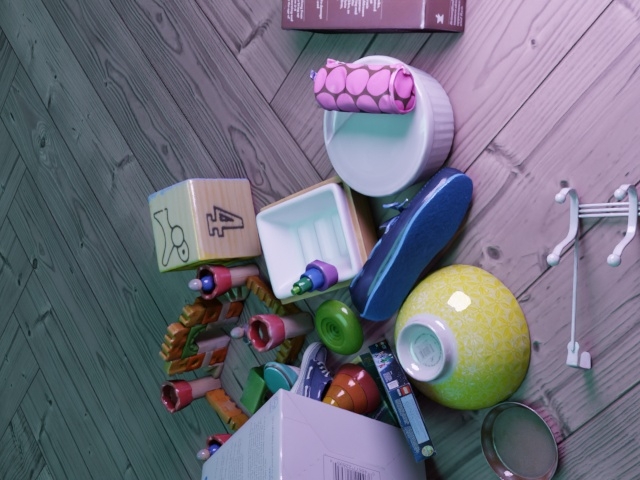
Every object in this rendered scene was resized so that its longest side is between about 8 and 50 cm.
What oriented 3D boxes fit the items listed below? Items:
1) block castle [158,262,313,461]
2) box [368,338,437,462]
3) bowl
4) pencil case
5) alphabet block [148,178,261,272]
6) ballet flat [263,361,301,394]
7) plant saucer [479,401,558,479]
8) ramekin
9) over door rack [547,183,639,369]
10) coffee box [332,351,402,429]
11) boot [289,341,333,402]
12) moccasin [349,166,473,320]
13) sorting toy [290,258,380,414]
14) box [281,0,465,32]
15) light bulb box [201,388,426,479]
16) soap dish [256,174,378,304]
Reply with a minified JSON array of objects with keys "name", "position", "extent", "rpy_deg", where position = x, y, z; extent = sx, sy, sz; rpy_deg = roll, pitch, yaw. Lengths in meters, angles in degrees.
[{"name":"block castle","position":[-0.234,0.298,2.072],"extent":[0.303,0.213,0.453],"rpy_deg":[41,123,33]},{"name":"box","position":[0.159,0.310,1.675],"extent":[0.233,0.044,0.159],"rpy_deg":[-114,1,-74]},{"name":"bowl","position":[0.238,0.198,1.632],"extent":[0.289,0.156,0.289],"rpy_deg":[9,103,44]},{"name":"pencil case","position":[0.082,-0.287,1.579],"extent":[0.209,0.095,0.098],"rpy_deg":[13,88,41]},{"name":"alphabet block","position":[-0.285,-0.036,2.077],"extent":[0.192,0.193,0.197],"rpy_deg":[-15,83,46]},{"name":"ballet flat","position":[-0.070,0.342,1.958],"extent":[0.083,0.087,0.247],"rpy_deg":[16,138,30]},{"name":"plant saucer","position":[0.380,0.386,1.609],"extent":[0.168,0.029,0.168],"rpy_deg":[9,102,43]},{"name":"ramekin","position":[0.142,-0.226,1.679],"extent":[0.273,0.127,0.273],"rpy_deg":[9,103,43]},{"name":"over door rack","position":[0.502,0.071,1.384],"extent":[0.239,0.108,0.324],"rpy_deg":[0,96,45]},{"name":"coffee box","position":[0.107,0.351,1.863],"extent":[0.113,0.040,0.184],"rpy_deg":[-45,65,40]},{"name":"boot","position":[-0.001,0.304,1.894],"extent":[0.086,0.190,0.069],"rpy_deg":[-10,131,32]},{"name":"moccasin","position":[0.156,-0.007,1.649],"extent":[0.342,0.137,0.117],"rpy_deg":[-53,41,8]},{"name":"sorting toy","position":[0.010,0.226,1.762],"extent":[0.127,0.126,0.366],"rpy_deg":[3,115,47]},{"name":"box","position":[0.099,-0.508,1.673],"extent":[0.381,0.143,0.191],"rpy_deg":[14,106,44]},{"name":"light bulb box","position":[-0.023,0.531,1.766],"extent":[0.361,0.358,0.225],"rpy_deg":[-49,29,38]},{"name":"soap dish","position":[0.000,0.000,1.861],"extent":[0.291,0.118,0.229],"rpy_deg":[-20,82,45]}]
